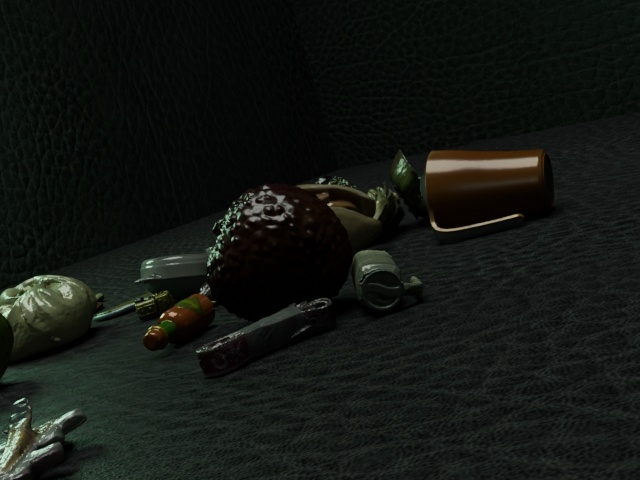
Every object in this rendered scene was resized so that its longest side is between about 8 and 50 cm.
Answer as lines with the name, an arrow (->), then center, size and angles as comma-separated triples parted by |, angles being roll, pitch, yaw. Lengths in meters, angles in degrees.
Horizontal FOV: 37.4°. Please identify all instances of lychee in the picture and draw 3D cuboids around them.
lychee -> -0.073, 0.026, 1.641 | 0.261, 0.260, 0.260 | -16, 8, 2

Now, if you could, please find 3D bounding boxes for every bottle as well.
bottle -> -0.261, 0.154, 1.724 | 0.069, 0.069, 0.187 | -13, 10, 24

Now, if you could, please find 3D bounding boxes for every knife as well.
knife -> -0.383, 0.129, 2.284 | 0.343, 0.027, 0.061 | -22, 11, -19

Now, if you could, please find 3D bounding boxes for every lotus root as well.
lotus root -> 0.222, -0.118, 2.260 | 0.078, 0.183, 0.203 | -37, -24, 7

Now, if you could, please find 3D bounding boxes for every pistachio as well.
pistachio -> -0.025, -0.020, 2.067 | 0.318, 0.214, 0.193 | -7, 52, -1

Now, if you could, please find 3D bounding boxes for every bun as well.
bun -> -0.614, 0.159, 2.083 | 0.259, 0.160, 0.259 | -16, 5, 1

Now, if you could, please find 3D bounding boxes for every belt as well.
belt -> -0.085, 0.147, 1.471 | 0.232, 0.053, 0.071 | -21, 8, -25

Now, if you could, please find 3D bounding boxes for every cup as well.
cup -> 0.341, -0.095, 1.965 | 0.264, 0.182, 0.226 | -6, 45, 23

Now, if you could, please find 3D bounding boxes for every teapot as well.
teapot -> 0.109, 0.067, 1.572 | 0.107, 0.077, 0.200 | 3, 8, -2

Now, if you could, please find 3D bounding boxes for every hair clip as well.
hair clip -> -0.381, 0.268, 1.203 | 0.146, 0.075, 0.257 | -19, 14, 0

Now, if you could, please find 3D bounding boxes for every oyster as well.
oyster -> 0.146, -0.062, 2.253 | 0.161, 0.107, 0.233 | -49, 6, 16

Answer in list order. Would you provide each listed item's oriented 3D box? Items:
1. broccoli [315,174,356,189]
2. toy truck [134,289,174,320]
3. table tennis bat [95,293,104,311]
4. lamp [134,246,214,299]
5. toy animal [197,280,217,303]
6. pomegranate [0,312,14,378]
broccoli -> -0.029, -0.035, 2.380 | 0.304, 0.165, 0.145 | -33, 45, -19
toy truck -> -0.364, 0.142, 2.078 | 0.083, 0.049, 0.054 | -19, 11, -5
table tennis bat -> -0.616, 0.178, 2.450 | 0.131, 0.022, 0.234 | -15, 9, 11
lamp -> -0.300, 0.078, 2.181 | 0.246, 0.108, 0.179 | -11, 3, -17
toy animal -> -0.225, 0.112, 2.016 | 0.105, 0.070, 0.202 | -27, 2, 39
pomegranate -> -0.693, 0.214, 1.831 | 0.214, 0.214, 0.248 | -17, -24, -7
